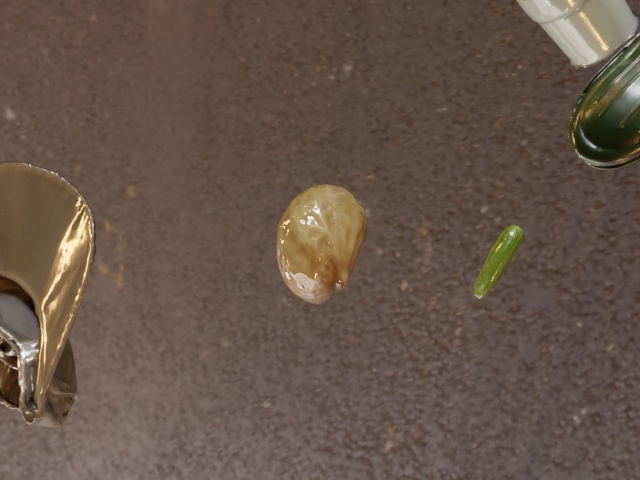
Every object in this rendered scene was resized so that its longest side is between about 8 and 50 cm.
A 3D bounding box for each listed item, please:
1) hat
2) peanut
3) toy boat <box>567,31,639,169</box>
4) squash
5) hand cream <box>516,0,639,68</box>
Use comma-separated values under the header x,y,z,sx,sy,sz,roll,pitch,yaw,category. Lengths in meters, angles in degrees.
x,y,z,sx,sy,sz,roll,pitch,yaw,category
-0.287,0.060,1.050,0.214,0.149,0.245,36,91,24,hat
0.000,0.000,1.395,0.109,0.159,0.140,16,149,10,peanut
0.334,-0.154,1.053,0.210,0.052,0.104,-45,68,-9,toy boat
0.189,0.023,1.113,0.027,0.027,0.089,26,85,35,squash
0.081,-0.242,0.619,0.331,0.058,0.085,48,154,-22,hand cream
